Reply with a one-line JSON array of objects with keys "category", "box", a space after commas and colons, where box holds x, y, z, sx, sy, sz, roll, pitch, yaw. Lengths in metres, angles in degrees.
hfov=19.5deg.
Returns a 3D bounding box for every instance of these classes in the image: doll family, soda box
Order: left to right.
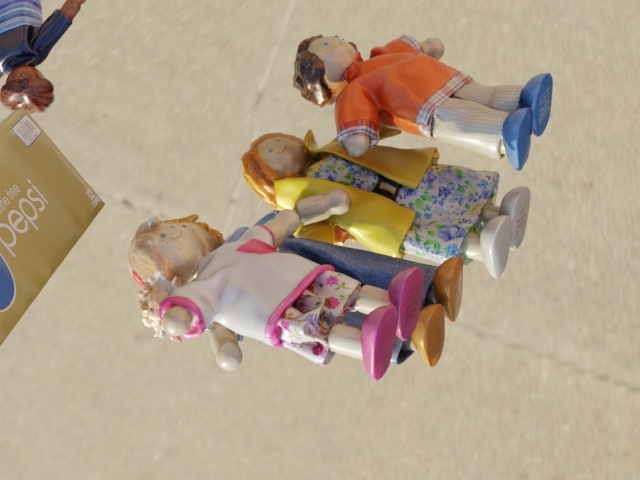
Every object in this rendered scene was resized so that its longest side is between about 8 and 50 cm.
[{"category": "doll family", "box": [-0.207, -0.088, 0.951, 0.193, 0.111, 0.076, -34, 138, 23]}, {"category": "soda box", "box": [-0.148, 0.013, 0.731, 0.061, 0.181, 0.058, -34, 103, 22]}, {"category": "doll family", "box": [0.000, 0.000, 0.931, 0.163, 0.263, 0.118, 15, 133, 23]}]
